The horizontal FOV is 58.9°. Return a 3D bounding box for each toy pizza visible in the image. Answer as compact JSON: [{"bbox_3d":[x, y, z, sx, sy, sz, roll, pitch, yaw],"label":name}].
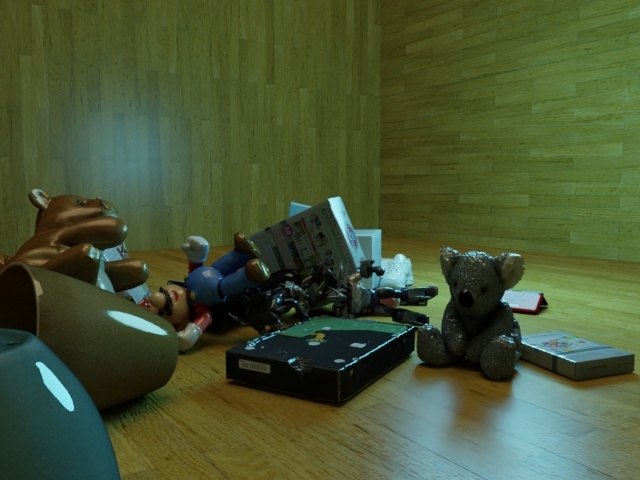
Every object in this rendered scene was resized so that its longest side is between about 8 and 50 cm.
[{"bbox_3d":[0.024,0.150,1.565,0.201,0.032,0.201,-22,-1,0],"label":"toy pizza"}]

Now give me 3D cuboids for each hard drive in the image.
[{"bbox_3d":[0.014,0.213,1.086,0.237,0.064,0.339,3,7,29],"label":"hard drive"}]

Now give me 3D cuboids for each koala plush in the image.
[{"bbox_3d":[0.304,0.119,1.106,0.196,0.221,0.203,4,16,37],"label":"koala plush"}]

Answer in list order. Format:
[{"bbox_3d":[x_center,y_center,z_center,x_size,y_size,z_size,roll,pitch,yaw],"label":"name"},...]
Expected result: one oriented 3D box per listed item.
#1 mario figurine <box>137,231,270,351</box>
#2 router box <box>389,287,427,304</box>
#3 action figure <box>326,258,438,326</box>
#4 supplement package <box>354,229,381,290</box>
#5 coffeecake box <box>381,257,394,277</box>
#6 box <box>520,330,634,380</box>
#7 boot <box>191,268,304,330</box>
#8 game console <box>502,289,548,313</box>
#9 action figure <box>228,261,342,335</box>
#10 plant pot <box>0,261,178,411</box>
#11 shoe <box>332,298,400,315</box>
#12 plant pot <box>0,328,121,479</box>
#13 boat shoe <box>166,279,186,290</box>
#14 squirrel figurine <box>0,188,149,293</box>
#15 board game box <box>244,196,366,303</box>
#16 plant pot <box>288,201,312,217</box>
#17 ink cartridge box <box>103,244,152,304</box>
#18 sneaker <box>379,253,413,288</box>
[{"bbox_3d":[-0.279,0.109,1.237,0.321,0.170,0.198,-34,21,3],"label":"mario figurine"},{"bbox_3d":[0.260,0.169,1.713,0.123,0.038,0.092,1,6,7],"label":"router box"},{"bbox_3d":[0.136,0.140,1.336,0.285,0.185,0.099,9,-4,-30],"label":"action figure"},{"bbox_3d":[0.096,0.069,1.923,0.198,0.199,0.263,0,5,12],"label":"supplement package"},{"bbox_3d":[0.184,0.108,2.214,0.142,0.068,0.186,3,6,39],"label":"coffeecake box"},{"bbox_3d":[0.487,0.223,1.117,0.145,0.038,0.186,-2,4,-20],"label":"box"},{"bbox_3d":[-0.184,0.148,1.405,0.247,0.094,0.207,-22,-7,25],"label":"boot"},{"bbox_3d":[0.568,0.188,1.634,0.144,0.085,0.124,3,37,34],"label":"game console"},{"bbox_3d":[-0.075,0.159,1.317,0.276,0.140,0.164,-27,28,-32],"label":"action figure"},{"bbox_3d":[-0.360,0.171,0.874,0.237,0.237,0.254,5,-8,43],"label":"plant pot"},{"bbox_3d":[0.122,0.175,1.539,0.178,0.063,0.081,-4,5,19],"label":"shoe"},{"bbox_3d":[-0.347,0.196,0.553,0.290,0.195,0.290,0,5,0],"label":"plant pot"},{"bbox_3d":[-0.362,0.157,1.678,0.228,0.068,0.081,2,6,21],"label":"boat shoe"},{"bbox_3d":[-0.553,0.064,1.124,0.397,0.281,0.370,-26,47,-2],"label":"squirrel figurine"},{"bbox_3d":[-0.050,0.045,1.504,0.303,0.224,0.097,-23,-2,23],"label":"board game box"},{"bbox_3d":[0.000,0.000,2.303,0.252,0.247,0.247,7,-9,8],"label":"plant pot"},{"bbox_3d":[-0.611,0.110,1.617,0.130,0.271,0.309,-32,10,-7],"label":"ink cartridge box"},{"bbox_3d":[0.262,0.107,1.965,0.090,0.115,0.232,2,5,20],"label":"sneaker"}]
